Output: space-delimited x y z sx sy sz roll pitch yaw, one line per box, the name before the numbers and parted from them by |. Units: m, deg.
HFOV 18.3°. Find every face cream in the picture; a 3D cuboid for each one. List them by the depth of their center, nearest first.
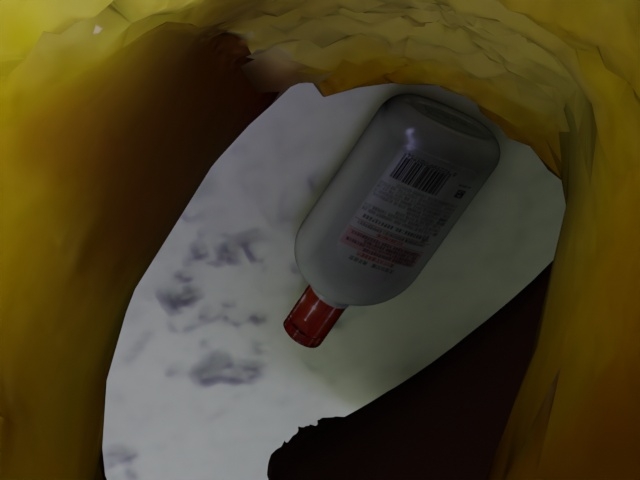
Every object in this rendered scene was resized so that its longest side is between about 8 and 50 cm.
face cream | 0.015 -0.003 0.569 0.040 0.021 0.083 20 120 -26

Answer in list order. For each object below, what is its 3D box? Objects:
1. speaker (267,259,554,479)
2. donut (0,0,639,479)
speaker | 0.180 0.011 0.527 0.259 0.198 0.329 32 106 -18
donut | 0.000 0.000 0.374 0.435 0.163 0.378 14 98 7
